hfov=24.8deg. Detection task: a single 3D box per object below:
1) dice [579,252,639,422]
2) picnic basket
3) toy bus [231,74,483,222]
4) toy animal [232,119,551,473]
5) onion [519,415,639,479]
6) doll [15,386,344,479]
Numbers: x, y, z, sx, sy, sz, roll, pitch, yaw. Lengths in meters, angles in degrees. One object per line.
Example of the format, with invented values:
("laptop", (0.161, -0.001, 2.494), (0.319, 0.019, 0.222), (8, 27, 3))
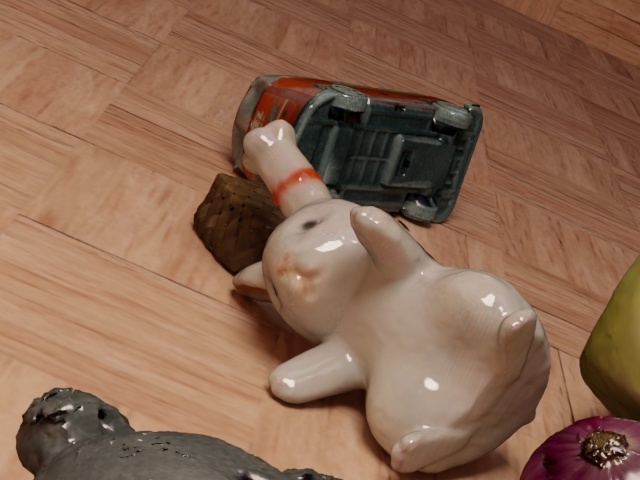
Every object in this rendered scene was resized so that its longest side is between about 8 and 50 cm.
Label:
("dice", (0.333, 0.070, 1.011), (0.226, 0.233, 0.238), (37, -4, 18))
("picnic basket", (0.000, 0.000, 1.153), (0.193, 0.055, 0.110), (13, 22, -36))
("toy bus", (0.029, -0.090, 1.343), (0.119, 0.121, 0.265), (29, 18, 37))
("toy animal", (0.018, 0.035, 0.965), (0.282, 0.141, 0.138), (36, 13, 20))
("onion", (0.181, 0.162, 0.907), (0.115, 0.104, 0.115), (-11, 41, 10))
("doll", (0.017, 0.165, 0.581), (0.340, 0.158, 0.246), (19, 32, -25))
